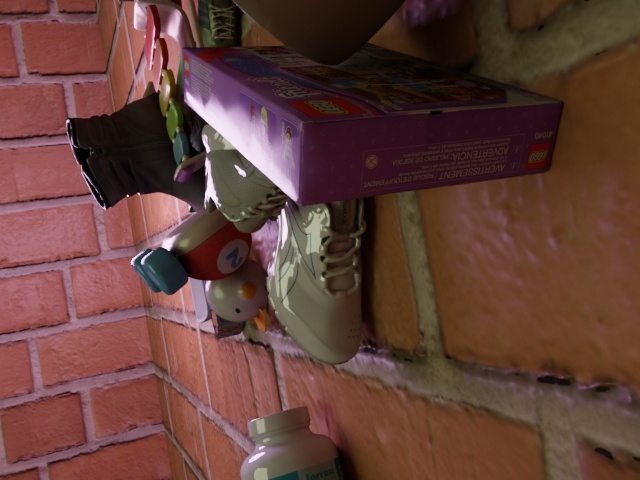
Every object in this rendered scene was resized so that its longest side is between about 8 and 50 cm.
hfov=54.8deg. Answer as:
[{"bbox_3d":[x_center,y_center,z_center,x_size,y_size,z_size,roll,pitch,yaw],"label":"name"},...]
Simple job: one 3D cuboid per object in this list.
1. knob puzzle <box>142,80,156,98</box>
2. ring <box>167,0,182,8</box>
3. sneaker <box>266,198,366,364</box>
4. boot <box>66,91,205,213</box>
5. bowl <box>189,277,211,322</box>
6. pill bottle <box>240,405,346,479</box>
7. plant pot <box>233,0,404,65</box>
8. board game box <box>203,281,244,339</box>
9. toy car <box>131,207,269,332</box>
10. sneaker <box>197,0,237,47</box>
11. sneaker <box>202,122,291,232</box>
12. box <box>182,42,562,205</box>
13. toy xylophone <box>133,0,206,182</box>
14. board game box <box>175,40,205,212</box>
[{"bbox_3d":[-0.362,-0.244,1.314,0.213,0.030,0.213,7,-90,-86],"label":"knob puzzle"},{"bbox_3d":[-0.292,-0.600,1.184,0.336,0.032,0.337,175,90,-80],"label":"ring"},{"bbox_3d":[0.000,0.000,0.726,0.129,0.111,0.297,-14,86,62],"label":"sneaker"},{"bbox_3d":[-0.318,-0.106,1.173,0.338,0.222,0.118,57,149,2],"label":"boot"},{"bbox_3d":[-0.260,0.113,1.423,0.142,0.053,0.142,144,114,-64],"label":"bowl"},{"bbox_3d":[-0.028,0.377,0.872,0.146,0.146,0.264,131,125,-61],"label":"pill bottle"},{"bbox_3d":[0.009,-0.301,0.442,0.191,0.284,0.284,-29,67,28],"label":"plant pot"},{"bbox_3d":[-0.188,0.103,1.245,0.194,0.060,0.194,172,88,-66],"label":"board game box"},{"bbox_3d":[-0.149,0.059,1.036,0.238,0.219,0.210,54,159,-13],"label":"toy car"},{"bbox_3d":[-0.170,-0.378,1.015,0.086,0.064,0.192,164,99,-71],"label":"sneaker"},{"bbox_3d":[-0.051,-0.063,0.663,0.262,0.099,0.121,15,99,58],"label":"sneaker"},{"bbox_3d":[0.017,-0.116,0.518,0.293,0.200,0.057,-136,43,-55],"label":"box"},{"bbox_3d":[-0.245,-0.273,1.064,0.236,0.081,0.323,137,117,-69],"label":"toy xylophone"},{"bbox_3d":[-0.269,-0.232,1.323,0.317,0.046,0.214,122,134,-56],"label":"board game box"}]
